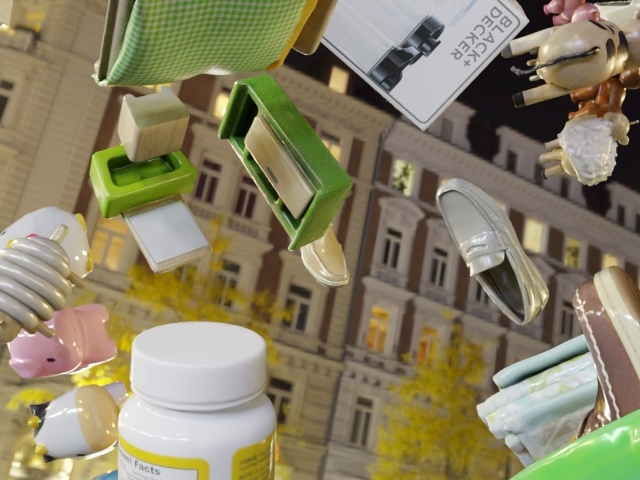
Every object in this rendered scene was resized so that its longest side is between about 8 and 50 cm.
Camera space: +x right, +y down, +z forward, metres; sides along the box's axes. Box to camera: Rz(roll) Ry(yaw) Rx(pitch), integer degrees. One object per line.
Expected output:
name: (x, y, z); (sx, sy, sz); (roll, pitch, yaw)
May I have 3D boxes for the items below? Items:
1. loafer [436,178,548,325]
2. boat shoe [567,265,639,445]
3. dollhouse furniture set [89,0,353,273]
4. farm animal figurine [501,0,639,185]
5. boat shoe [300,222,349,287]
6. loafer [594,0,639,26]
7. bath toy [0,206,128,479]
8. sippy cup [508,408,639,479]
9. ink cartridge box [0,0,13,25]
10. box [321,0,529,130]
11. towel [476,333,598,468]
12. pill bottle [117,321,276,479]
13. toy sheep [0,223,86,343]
loafer: (0.331, 0.022, 1.692); (0.112, 0.111, 0.319); (-34, -84, 41)
boat shoe: (0.238, 0.191, 0.666); (0.123, 0.342, 0.123); (-17, 10, 20)
dollhouse furniture set: (-0.068, -0.109, 0.727); (0.198, 0.151, 0.301); (-21, -23, -31)
farm animal figurine: (0.370, -0.282, 1.179); (0.172, 0.327, 0.330); (-12, -67, 38)
boat shoe: (0.000, 0.000, 1.464); (0.068, 0.190, 0.072); (-4, -51, -27)
loafer: (0.634, -0.443, 1.646); (0.269, 0.102, 0.092); (-12, -75, 35)
bath toy: (-0.286, 0.129, 0.945); (0.129, 0.348, 0.151); (-11, -14, -28)
sippy cup: (0.237, 0.188, 0.423); (0.240, 0.224, 0.305); (-21, -26, -1)
ink cartridge box: (-0.345, -0.318, 0.887); (0.045, 0.179, 0.145); (8, 7, -5)
box: (0.064, -0.280, 0.943); (0.290, 0.087, 0.169); (40, -69, -13)
towel: (0.404, 0.203, 0.980); (0.375, 0.090, 0.320); (-26, -56, 16)
pill bottle: (-0.093, 0.175, 0.661); (0.119, 0.208, 0.119); (3, 12, -1)
toy sheep: (-0.284, 0.042, 0.852); (0.091, 0.132, 0.091); (20, -24, 10)
